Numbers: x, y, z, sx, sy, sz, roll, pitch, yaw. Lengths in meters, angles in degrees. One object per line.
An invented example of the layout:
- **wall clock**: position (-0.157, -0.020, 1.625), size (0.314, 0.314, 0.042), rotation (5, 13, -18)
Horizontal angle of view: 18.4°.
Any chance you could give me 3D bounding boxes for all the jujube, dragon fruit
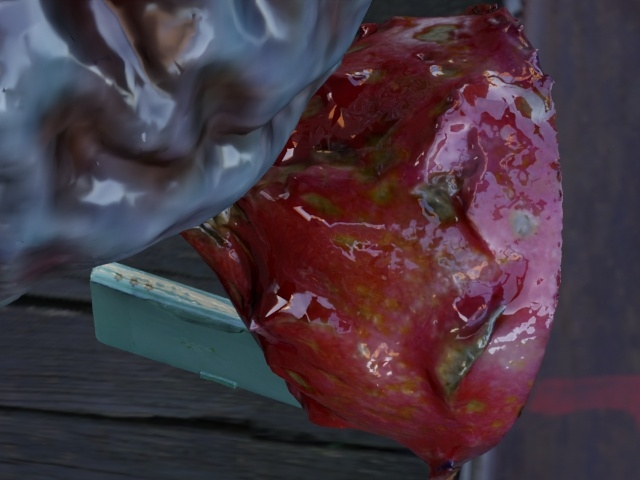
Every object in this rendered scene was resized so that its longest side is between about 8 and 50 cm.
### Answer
- **jujube**: position (-0.080, -0.140, 0.370), size (0.226, 0.317, 0.226), rotation (5, 41, -4)
- **dragon fruit**: position (0.000, 0.000, 0.614), size (0.111, 0.153, 0.153), rotation (2, 84, -13)

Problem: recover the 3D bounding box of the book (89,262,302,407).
- **book**: position (-0.047, 0.051, 0.980), size (0.135, 0.103, 0.017), rotation (18, 69, 3)
